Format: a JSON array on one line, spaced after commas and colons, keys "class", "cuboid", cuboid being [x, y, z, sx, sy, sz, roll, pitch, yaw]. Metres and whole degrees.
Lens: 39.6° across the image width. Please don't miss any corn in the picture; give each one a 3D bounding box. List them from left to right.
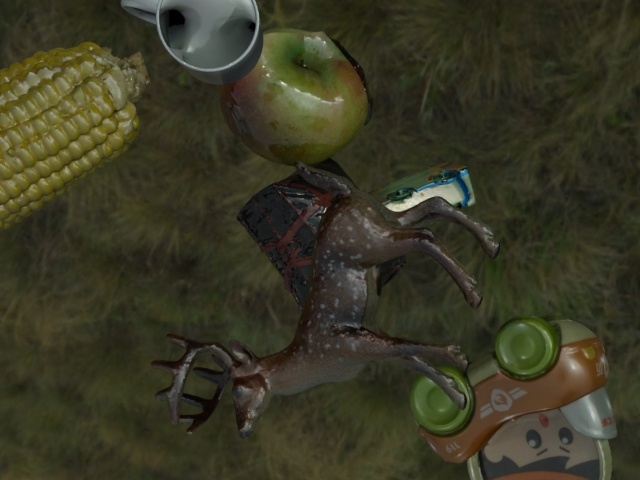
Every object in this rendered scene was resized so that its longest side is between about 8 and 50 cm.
[{"class": "corn", "cuboid": [-0.310, -0.075, 0.834, 0.130, 0.347, 0.130, 54, 171, 13]}]

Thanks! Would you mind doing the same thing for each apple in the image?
[{"class": "apple", "cuboid": [-0.039, -0.186, 1.200, 0.207, 0.174, 0.188, 19, 149, -15]}]

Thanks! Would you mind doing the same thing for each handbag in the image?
[{"class": "handbag", "cuboid": [0.000, 0.000, 1.250, 0.155, 0.169, 0.215, -40, 83, 31]}]

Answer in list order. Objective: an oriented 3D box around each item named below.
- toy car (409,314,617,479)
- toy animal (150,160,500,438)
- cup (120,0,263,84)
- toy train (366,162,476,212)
[{"class": "toy car", "cuboid": [0.235, 0.208, 0.984, 0.235, 0.235, 0.145, -4, 174, 28]}, {"class": "toy animal", "cuboid": [0.003, 0.065, 0.746, 0.260, 0.243, 0.087, 12, 174, 17]}, {"class": "cup", "cuboid": [-0.121, -0.226, 0.902, 0.136, 0.099, 0.133, 45, -177, -4]}, {"class": "toy train", "cuboid": [0.153, -0.065, 1.423, 0.099, 0.188, 0.072, 31, 140, 63]}]
